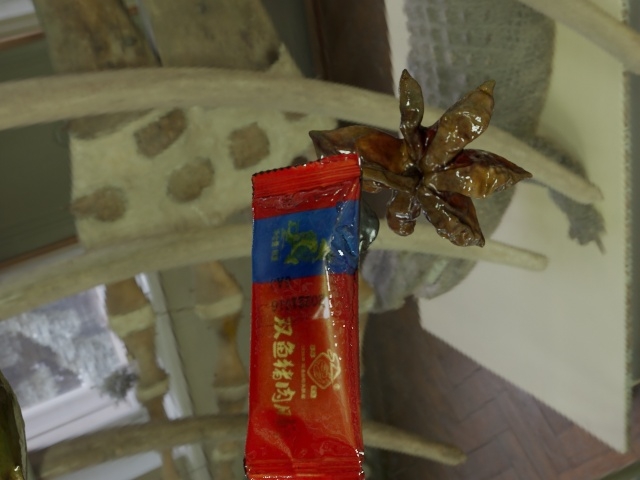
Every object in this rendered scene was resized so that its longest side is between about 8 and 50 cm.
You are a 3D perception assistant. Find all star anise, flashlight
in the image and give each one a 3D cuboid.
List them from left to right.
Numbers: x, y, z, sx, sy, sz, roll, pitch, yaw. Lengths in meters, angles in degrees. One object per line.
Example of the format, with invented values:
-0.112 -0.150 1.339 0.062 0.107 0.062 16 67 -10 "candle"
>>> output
0.000 0.000 1.465 0.424 0.103 0.103 147 101 -78 "flashlight"
0.107 -0.070 0.931 0.111 0.213 0.196 -91 -16 -46 "star anise"

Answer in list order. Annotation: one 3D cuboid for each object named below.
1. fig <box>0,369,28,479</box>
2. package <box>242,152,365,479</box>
-0.264 0.126 0.585 0.166 0.144 0.154 38 154 13 "fig"
-0.011 0.046 0.554 0.083 0.022 0.200 -8 73 27 "package"
